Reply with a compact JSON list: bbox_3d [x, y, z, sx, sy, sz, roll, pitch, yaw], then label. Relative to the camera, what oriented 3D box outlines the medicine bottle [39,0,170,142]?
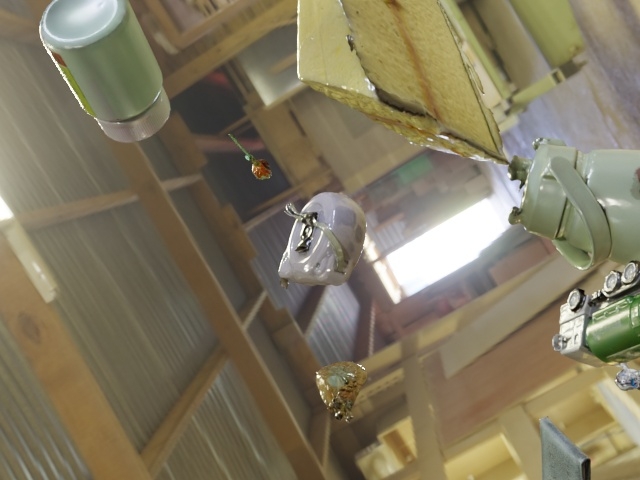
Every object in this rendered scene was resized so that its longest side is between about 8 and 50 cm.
[{"bbox_3d":[-0.326,-0.269,1.178,0.225,0.139,0.139,73,173,-57],"label":"medicine bottle"}]

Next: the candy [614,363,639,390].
[{"bbox_3d":[0.722,0.271,1.833,0.051,0.094,0.226,37,-156,-39],"label":"candy"}]

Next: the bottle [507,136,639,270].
[{"bbox_3d":[0.494,-0.059,1.315,0.229,0.351,0.229,13,-90,-78],"label":"bottle"}]

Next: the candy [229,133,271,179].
[{"bbox_3d":[-0.177,-0.209,1.873,0.055,0.049,0.185,41,177,39],"label":"candy"}]

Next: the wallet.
[{"bbox_3d":[0.525,0.509,1.620,0.167,0.036,0.222,-128,25,-64],"label":"wallet"}]

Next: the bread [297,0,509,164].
[{"bbox_3d":[0.142,-0.352,1.255,0.345,0.405,0.242,6,-177,-37],"label":"bread"}]

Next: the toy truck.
[{"bbox_3d":[0.460,0.121,1.141,0.242,0.101,0.125,131,157,-62],"label":"toy truck"}]

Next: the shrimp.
[{"bbox_3d":[0.036,0.253,1.297,0.184,0.091,0.043,-90,-13,-70],"label":"shrimp"}]

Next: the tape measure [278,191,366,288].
[{"bbox_3d":[0.000,-0.003,1.405,0.105,0.179,0.196,21,162,-25],"label":"tape measure"}]
